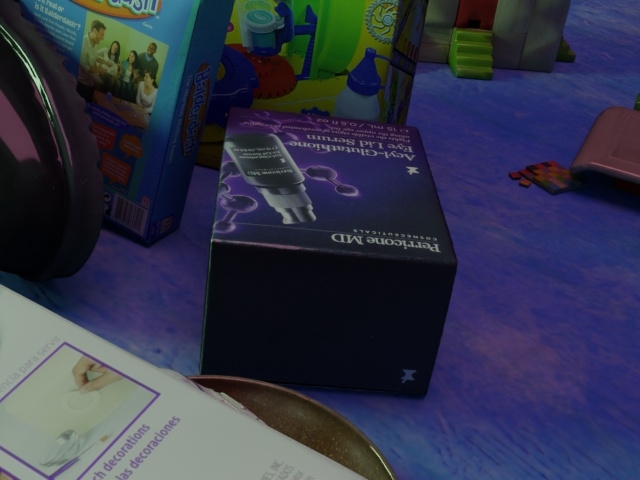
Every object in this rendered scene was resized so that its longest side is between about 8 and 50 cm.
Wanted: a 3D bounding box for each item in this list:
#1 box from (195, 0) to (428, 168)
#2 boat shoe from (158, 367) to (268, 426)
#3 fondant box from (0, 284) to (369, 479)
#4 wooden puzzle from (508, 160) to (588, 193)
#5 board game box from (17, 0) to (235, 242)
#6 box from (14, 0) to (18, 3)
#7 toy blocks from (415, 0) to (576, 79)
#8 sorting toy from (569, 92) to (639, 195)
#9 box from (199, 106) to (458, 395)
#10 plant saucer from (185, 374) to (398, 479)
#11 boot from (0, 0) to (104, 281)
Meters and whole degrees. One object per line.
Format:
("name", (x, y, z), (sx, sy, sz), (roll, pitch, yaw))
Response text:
("box", (-0.056, -0.222, 0.819), (0.290, 0.279, 0.177), (14, 31, 11))
("boat shoe", (-0.054, 0.096, 0.465), (0.100, 0.035, 0.035), (22, 6, 30))
("fondant box", (-0.176, 0.130, 0.334), (0.330, 0.096, 0.238), (24, 48, 23))
("wooden puzzle", (0.230, -0.063, 0.886), (0.083, 0.006, 0.049), (-14, 37, -32))
("board game box", (-0.161, -0.126, 0.682), (0.160, 0.210, 0.047), (28, 30, 17))
("box", (-0.217, -0.171, 0.747), (0.225, 0.136, 0.036), (45, 35, 1))
("toy blocks", (0.174, -0.362, 1.125), (0.382, 0.260, 0.190), (4, 31, -8))
("sorting toy", (0.361, -0.073, 0.898), (0.196, 0.047, 0.348), (15, 31, 20))
("box", (0.000, 0.000, 0.629), (0.153, 0.108, 0.207), (5, 30, -6))
("plant saucer", (-0.055, 0.144, 0.446), (0.199, 0.036, 0.198), (6, 31, -4))
("boot", (-0.396, -0.106, 0.529), (0.445, 0.146, 0.367), (-6, 53, -46))
